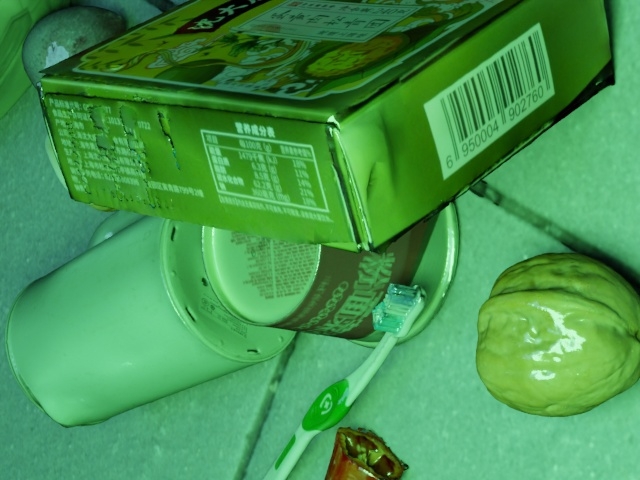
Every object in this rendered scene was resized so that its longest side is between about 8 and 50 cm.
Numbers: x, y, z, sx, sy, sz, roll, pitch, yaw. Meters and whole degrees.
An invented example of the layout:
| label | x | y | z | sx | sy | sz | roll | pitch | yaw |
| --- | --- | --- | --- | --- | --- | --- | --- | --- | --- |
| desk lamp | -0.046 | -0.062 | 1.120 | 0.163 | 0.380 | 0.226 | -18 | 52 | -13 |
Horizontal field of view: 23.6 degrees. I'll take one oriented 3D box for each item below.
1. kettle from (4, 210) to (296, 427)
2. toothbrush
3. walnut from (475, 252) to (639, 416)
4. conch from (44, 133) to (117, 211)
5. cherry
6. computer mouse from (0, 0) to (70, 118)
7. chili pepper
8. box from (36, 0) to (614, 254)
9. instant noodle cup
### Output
| label | x | y | z | sx | sy | sz | roll | pitch | yaw |
| --- | --- | --- | --- | --- | --- | --- | --- | --- | --- |
| kettle | -0.201 | 0.056 | 1.765 | 0.318 | 0.205 | 0.265 | -27 | 73 | 42 |
| toothbrush | 0.009 | 0.183 | 1.628 | 0.418 | 0.040 | 0.042 | 121 | 150 | -41 |
| walnut | 0.218 | 0.085 | 1.403 | 0.166 | 0.149 | 0.167 | -15 | 56 | 24 |
| conch | -0.216 | -0.103 | 1.845 | 0.255 | 0.158 | 0.127 | 2 | 121 | 30 |
| cherry | -0.294 | -0.210 | 1.938 | 0.148 | 0.115 | 0.188 | -32 | 70 | -4 |
| computer mouse | -0.437 | -0.297 | 1.988 | 0.145 | 0.228 | 0.429 | 37 | 113 | 32 |
| chili pepper | 0.019 | 0.287 | 1.641 | 0.088 | 0.065 | 0.169 | 48 | 123 | 35 |
| box | 0.004 | -0.150 | 1.453 | 0.420 | 0.373 | 0.138 | 13 | 127 | 43 |
| instant noodle cup | 0.000 | 0.000 | 1.588 | 0.234 | 0.178 | 0.235 | 0 | 89 | 45 |
